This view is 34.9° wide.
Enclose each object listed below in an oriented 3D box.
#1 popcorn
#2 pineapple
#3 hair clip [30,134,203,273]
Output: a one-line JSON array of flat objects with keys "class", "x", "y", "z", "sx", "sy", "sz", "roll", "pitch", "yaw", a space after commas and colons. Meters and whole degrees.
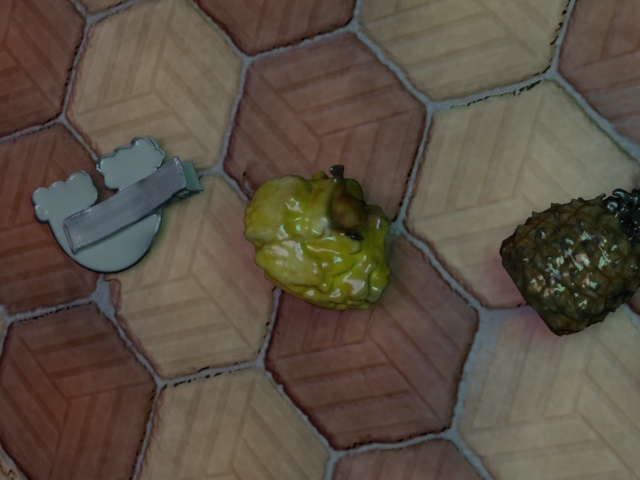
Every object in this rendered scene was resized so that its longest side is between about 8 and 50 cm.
[{"class": "popcorn", "x": 0.000, "y": 0.000, "z": 1.055, "sx": 0.167, "sy": 0.148, "sz": 0.152, "roll": 32, "pitch": 129, "yaw": -2}, {"class": "pineapple", "x": 0.297, "y": -0.014, "z": 0.958, "sx": 0.248, "sy": 0.128, "sz": 0.128, "roll": -32, "pitch": 76, "yaw": 11}, {"class": "hair clip", "x": -0.240, "y": -0.037, "z": 1.200, "sx": 0.220, "sy": 0.054, "sz": 0.140, "roll": -25, "pitch": 82, "yaw": 20}]
